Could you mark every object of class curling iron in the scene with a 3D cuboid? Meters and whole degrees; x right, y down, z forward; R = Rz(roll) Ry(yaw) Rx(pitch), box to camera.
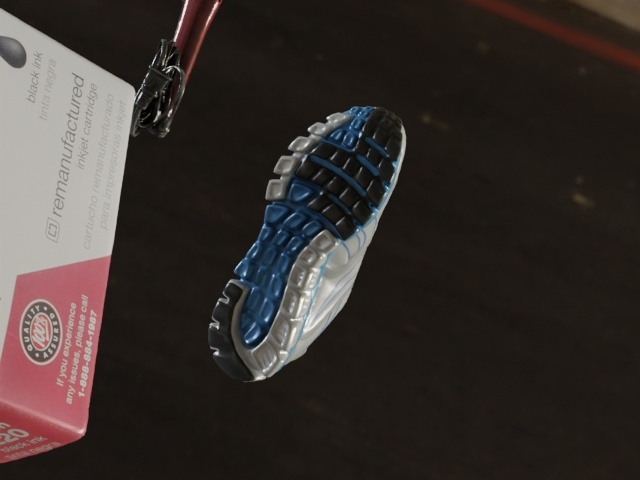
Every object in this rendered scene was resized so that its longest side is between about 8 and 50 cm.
[{"bbox_3d":[-0.079,-0.192,1.327,0.035,0.068,0.274,25,66,-7],"label":"curling iron"}]

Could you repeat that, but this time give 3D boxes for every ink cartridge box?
[{"bbox_3d":[-0.181,-0.025,0.652,0.218,0.092,0.158,28,57,-41],"label":"ink cartridge box"}]

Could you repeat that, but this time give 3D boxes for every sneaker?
[{"bbox_3d":[0.000,0.000,1.128,0.071,0.191,0.083,37,16,22],"label":"sneaker"}]
